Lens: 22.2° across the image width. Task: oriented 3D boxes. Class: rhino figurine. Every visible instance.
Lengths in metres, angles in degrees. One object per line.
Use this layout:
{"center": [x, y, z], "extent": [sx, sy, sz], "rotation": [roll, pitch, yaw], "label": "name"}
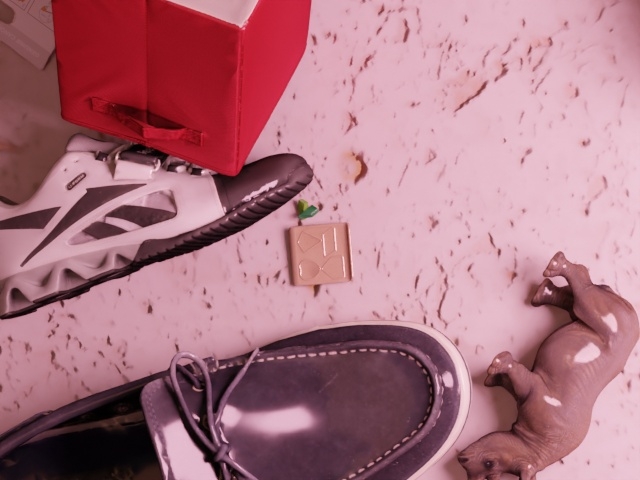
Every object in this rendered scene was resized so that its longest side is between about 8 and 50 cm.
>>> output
{"center": [0.203, 0.140, 1.491], "extent": [0.106, 0.073, 0.243], "rotation": [30, 91, 12], "label": "rhino figurine"}

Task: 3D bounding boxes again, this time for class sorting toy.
{"center": [0.000, 0.000, 1.560], "extent": [0.062, 0.012, 0.083], "rotation": [-5, 88, 12], "label": "sorting toy"}

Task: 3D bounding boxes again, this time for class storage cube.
{"center": [-0.121, -0.210, 1.469], "extent": [0.183, 0.193, 0.215], "rotation": [19, 54, 9], "label": "storage cube"}

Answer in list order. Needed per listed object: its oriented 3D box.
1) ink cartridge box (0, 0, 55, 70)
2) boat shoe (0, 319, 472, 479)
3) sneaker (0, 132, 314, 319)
{"center": [-0.281, -0.311, 1.617], "extent": [0.181, 0.056, 0.225], "rotation": [36, 109, 9], "label": "ink cartridge box"}
{"center": [-0.103, 0.196, 1.488], "extent": [0.500, 0.156, 0.187], "rotation": [-15, 82, 5], "label": "boat shoe"}
{"center": [-0.174, -0.046, 1.533], "extent": [0.330, 0.122, 0.146], "rotation": [-19, 85, 5], "label": "sneaker"}
